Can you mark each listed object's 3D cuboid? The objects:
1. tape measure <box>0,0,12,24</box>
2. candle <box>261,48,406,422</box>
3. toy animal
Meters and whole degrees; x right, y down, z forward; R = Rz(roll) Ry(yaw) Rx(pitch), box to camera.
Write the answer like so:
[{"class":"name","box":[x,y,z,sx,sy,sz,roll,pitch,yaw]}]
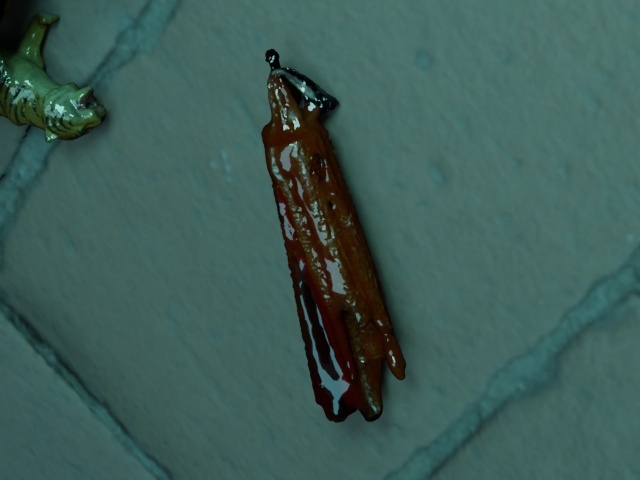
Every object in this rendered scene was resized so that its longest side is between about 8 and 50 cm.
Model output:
[{"class":"tape measure","box":[-0.330,-0.212,1.141,0.202,0.135,0.222,15,79,38]},{"class":"candle","box":[0.000,0.000,1.137,0.084,0.059,0.301,-10,105,23]},{"class":"toy animal","box":[-0.283,-0.145,1.233,0.241,0.057,0.099,14,117,23]}]
